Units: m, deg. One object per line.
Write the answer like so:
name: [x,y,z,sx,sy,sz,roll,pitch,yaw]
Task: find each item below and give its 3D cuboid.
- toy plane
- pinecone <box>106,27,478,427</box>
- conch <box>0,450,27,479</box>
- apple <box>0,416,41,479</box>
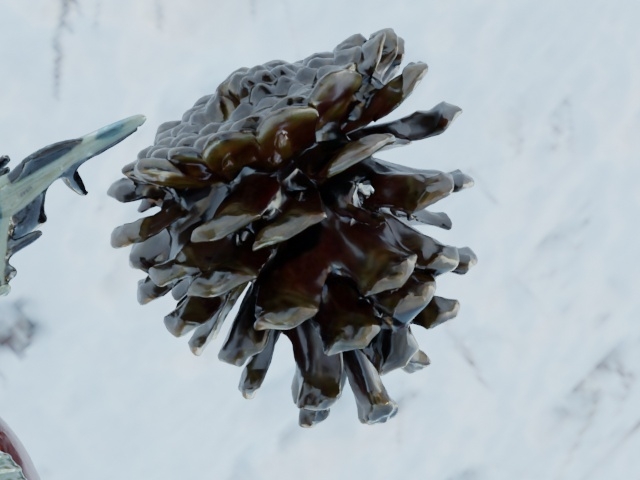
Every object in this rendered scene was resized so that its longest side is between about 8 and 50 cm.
toy plane: [-0.260,-0.031,1.551,0.262,0.192,0.088,-23,137,-7]
pinecone: [0.000,0.000,1.746,0.384,0.384,0.384,-34,152,-21]
conch: [-0.184,0.142,0.978,0.057,0.085,0.076,-38,159,9]
apple: [-0.337,0.264,1.427,0.288,0.316,0.288,-21,170,-4]
